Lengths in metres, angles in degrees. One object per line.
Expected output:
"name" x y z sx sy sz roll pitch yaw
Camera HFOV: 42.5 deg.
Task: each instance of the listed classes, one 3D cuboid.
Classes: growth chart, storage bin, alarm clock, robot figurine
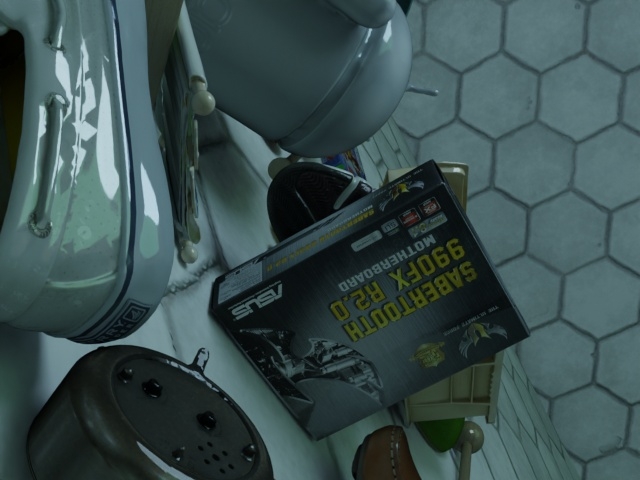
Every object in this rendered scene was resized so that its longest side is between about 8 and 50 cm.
"growth chart" -0.111 -0.085 0.653 0.237 0.021 0.172 109 -30 -57
"storage bin" 0.154 0.074 1.085 0.260 0.123 0.262 79 6 -55
"alarm clock" -0.085 0.120 0.427 0.129 0.064 0.192 35 16 -14
"robot figurine" -0.049 -0.218 0.855 0.353 0.300 0.200 30 70 -22

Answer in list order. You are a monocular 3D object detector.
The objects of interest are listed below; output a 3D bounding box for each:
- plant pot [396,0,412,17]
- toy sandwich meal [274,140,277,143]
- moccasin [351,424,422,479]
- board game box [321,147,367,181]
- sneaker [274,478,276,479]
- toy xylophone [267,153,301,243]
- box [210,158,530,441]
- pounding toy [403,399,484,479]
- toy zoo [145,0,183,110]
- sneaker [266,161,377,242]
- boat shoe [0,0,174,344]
"plant pot" -0.001 -0.409 1.408 0.196 0.293 0.293 40 7 19
"toy sandwich meal" -0.067 -0.162 1.164 0.085 0.029 0.086 54 22 -33
"moccasin" 0.141 0.343 0.740 0.380 0.147 0.139 66 15 12
"board game box" 0.038 -0.155 1.500 0.136 0.035 0.201 50 19 -41
"sneaker" 0.013 0.213 0.527 0.270 0.145 0.090 65 14 10
"toy xylophone" 0.000 0.000 0.994 0.236 0.081 0.323 62 14 -5
"box" 0.046 0.061 0.746 0.183 0.231 0.056 57 12 -26
"pounding toy" 0.205 0.234 1.236 0.237 0.110 0.183 61 15 -8
"toy zoo" -0.171 -0.234 0.659 0.030 0.192 0.293 -4 59 -27
"sneaker" 0.051 0.014 0.857 0.281 0.106 0.162 36 1 -17
"boat shoe" -0.197 -0.120 0.470 0.156 0.135 0.367 20 50 -54
